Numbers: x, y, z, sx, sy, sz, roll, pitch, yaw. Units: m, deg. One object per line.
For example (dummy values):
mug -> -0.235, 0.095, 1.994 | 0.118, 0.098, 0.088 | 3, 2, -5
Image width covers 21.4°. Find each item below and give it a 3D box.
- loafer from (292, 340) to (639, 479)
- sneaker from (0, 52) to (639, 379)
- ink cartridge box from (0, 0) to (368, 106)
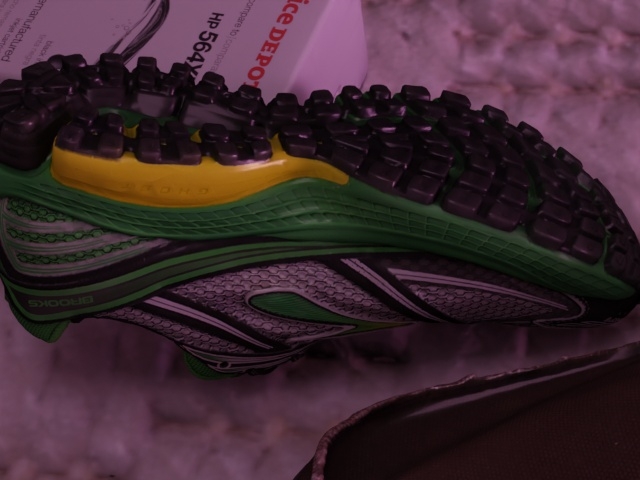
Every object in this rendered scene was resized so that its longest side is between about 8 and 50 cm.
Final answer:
loafer -> 0.160, 0.087, 0.764 | 0.366, 0.130, 0.134 | -9, 47, -1
sneaker -> 0.000, 0.000, 0.879 | 0.343, 0.146, 0.134 | 8, 30, -4
ink cartridge box -> -0.090, -0.106, 1.002 | 0.203, 0.086, 0.148 | 10, 50, 17
